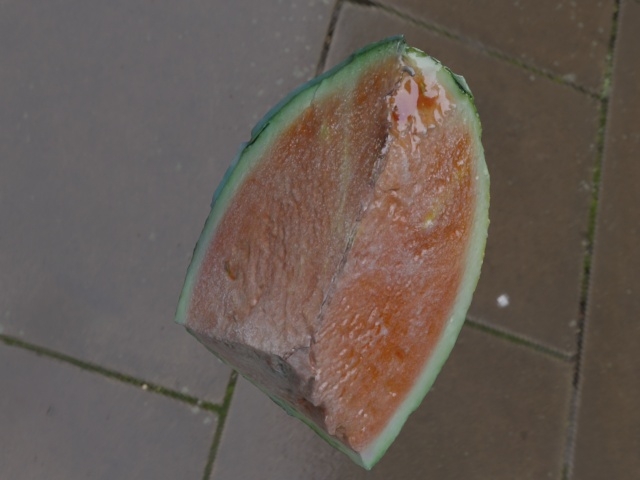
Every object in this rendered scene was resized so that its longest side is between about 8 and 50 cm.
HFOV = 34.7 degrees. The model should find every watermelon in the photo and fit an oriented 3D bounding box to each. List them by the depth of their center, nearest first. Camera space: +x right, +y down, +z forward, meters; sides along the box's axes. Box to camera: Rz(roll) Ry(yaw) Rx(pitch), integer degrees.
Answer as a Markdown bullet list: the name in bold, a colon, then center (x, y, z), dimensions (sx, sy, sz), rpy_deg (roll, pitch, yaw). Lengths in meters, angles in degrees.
- **watermelon**: center (0.001, -0.004, 0.579), dimensions (0.128, 0.146, 0.231), rpy_deg (9, 105, -49)
